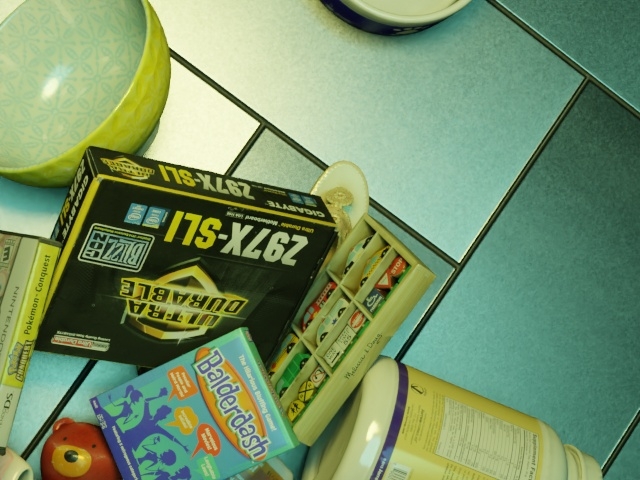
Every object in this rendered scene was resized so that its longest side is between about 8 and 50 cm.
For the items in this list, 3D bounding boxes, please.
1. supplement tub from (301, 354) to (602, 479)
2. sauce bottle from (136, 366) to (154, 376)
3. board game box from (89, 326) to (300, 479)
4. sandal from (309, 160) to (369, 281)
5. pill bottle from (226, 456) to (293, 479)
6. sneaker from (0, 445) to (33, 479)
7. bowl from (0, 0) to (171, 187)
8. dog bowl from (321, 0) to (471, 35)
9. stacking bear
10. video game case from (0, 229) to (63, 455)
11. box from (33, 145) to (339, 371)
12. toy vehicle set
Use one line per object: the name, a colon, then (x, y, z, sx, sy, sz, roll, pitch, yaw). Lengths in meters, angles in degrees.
supplement tub: (0.164, 0.308, 1.747, 0.331, 0.241, 0.241, 23, 83, -10)
sauce bottle: (-0.220, 0.157, 1.779, 0.042, 0.042, 0.128, -6, 87, -12)
board game box: (-0.153, 0.220, 1.667, 0.210, 0.047, 0.160, -26, 83, 6)
sandal: (0.006, 0.003, 1.814, 0.088, 0.079, 0.240, 28, 82, -9)
pill bottle: (-0.148, 0.337, 1.742, 0.121, 0.121, 0.216, 46, 79, -6)
sneaker: (-0.388, 0.313, 1.628, 0.070, 0.051, 0.134, 24, 84, 27)
bowl: (-0.288, -0.174, 1.709, 0.289, 0.289, 0.156, -56, 139, -9)
dog bowl: (0.105, -0.413, 1.846, 0.264, 0.104, 0.265, 1, 87, -11)
stacking bear: (-0.323, 0.364, 1.690, 0.175, 0.164, 0.289, 13, 72, 13)
video game case: (-0.420, 0.107, 1.634, 0.035, 0.274, 0.248, 19, 82, -41)
box: (-0.172, 0.038, 1.667, 0.322, 0.079, 0.257, 12, 118, -29)
toy vehicle set: (0.023, 0.109, 1.736, 0.035, 0.166, 0.267, 32, 97, -32)
